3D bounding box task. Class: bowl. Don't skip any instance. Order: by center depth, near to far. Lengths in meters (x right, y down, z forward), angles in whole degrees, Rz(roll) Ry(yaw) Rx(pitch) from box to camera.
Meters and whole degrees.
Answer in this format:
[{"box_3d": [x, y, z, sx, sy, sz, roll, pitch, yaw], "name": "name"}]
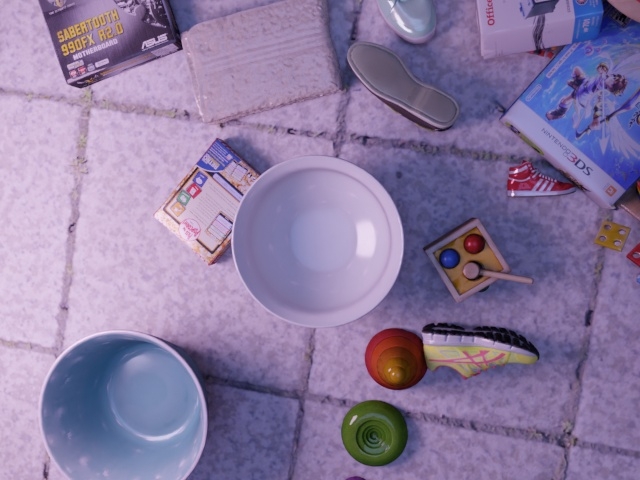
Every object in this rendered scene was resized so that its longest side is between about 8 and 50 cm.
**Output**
[{"box_3d": [0.000, 0.000, 1.110, 0.297, 0.134, 0.298, 0, 93, 6], "name": "bowl"}, {"box_3d": [-0.337, 0.304, 1.152, 0.311, 0.163, 0.312, 0, 93, 6], "name": "bowl"}]

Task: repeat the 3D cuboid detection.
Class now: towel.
[{"box_3d": [-0.109, -0.332, 1.148, 0.282, 0.049, 0.187, -12, 93, 6], "name": "towel"}]

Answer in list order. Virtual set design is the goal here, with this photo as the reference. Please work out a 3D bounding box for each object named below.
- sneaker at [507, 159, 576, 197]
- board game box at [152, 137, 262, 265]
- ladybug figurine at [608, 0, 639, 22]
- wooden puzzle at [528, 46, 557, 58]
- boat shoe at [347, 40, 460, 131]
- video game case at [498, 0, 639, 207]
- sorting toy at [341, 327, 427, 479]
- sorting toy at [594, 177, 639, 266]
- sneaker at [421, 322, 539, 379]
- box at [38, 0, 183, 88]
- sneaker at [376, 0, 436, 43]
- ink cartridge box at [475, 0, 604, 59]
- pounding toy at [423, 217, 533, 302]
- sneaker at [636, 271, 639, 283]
[{"box_3d": [0.394, -0.112, 1.104, 0.118, 0.042, 0.067, -2, 96, 9], "name": "sneaker"}, {"box_3d": [-0.199, -0.072, 1.173, 0.147, 0.045, 0.193, 42, 97, 2], "name": "board game box"}, {"box_3d": [0.518, -0.541, 0.947, 0.305, 0.162, 0.450, -2, 77, -17], "name": "ladybug figurine"}, {"box_3d": [0.382, -0.358, 1.104, 0.083, 0.006, 0.049, 19, 90, 11], "name": "wooden puzzle"}, {"box_3d": [0.142, -0.269, 1.110, 0.227, 0.069, 0.081, 37, 85, 3], "name": "boat shoe"}, {"box_3d": [0.496, -0.236, 1.076, 0.244, 0.061, 0.269, 41, 97, 2], "name": "video game case"}, {"box_3d": [0.103, 0.346, 1.124, 0.127, 0.126, 0.366, 17, 94, 5], "name": "sorting toy"}, {"box_3d": [0.592, -0.071, 1.044, 0.274, 0.046, 0.132, -41, 58, 0], "name": "sorting toy"}, {"box_3d": [0.286, 0.208, 1.124, 0.208, 0.081, 0.094, 5, 101, 13], "name": "sneaker"}, {"box_3d": [-0.395, -0.414, 1.170, 0.231, 0.056, 0.183, -18, 92, 7], "name": "box"}, {"box_3d": [0.130, -0.468, 1.059, 0.094, 0.151, 0.256, -23, 92, 6], "name": "sneaker"}, {"box_3d": [0.360, -0.400, 1.042, 0.190, 0.082, 0.140, -7, 74, 14], "name": "ink cartridge box"}, {"box_3d": [0.276, 0.042, 1.097, 0.130, 0.100, 0.141, -32, 89, 8], "name": "pounding toy"}, {"box_3d": [0.663, 0.088, 1.072, 0.240, 0.091, 0.126, 31, 108, 11], "name": "sneaker"}]
